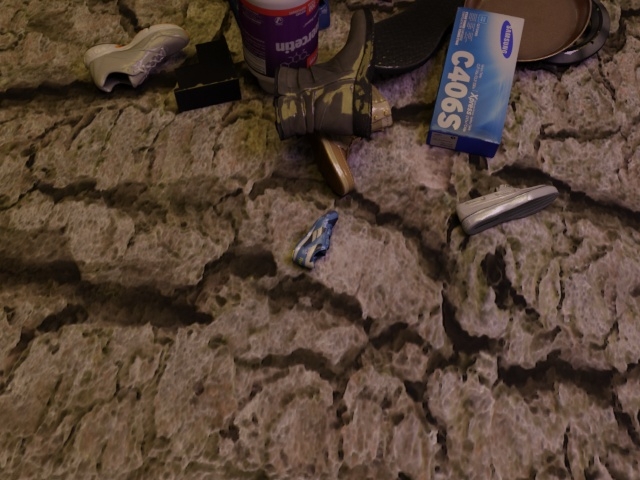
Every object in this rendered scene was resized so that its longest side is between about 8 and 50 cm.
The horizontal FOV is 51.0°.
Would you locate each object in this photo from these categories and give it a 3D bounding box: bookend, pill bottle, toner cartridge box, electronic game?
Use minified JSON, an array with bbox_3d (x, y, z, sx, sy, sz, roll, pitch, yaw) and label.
[{"bbox_3d":[-0.288,-0.408,1.635,0.157,0.072,0.156,-15,60,-9],"label":"bookend"},{"bbox_3d":[-0.093,-0.490,1.541,0.182,0.323,0.181,0,60,0],"label":"pill bottle"},{"bbox_3d":[0.367,-0.379,1.590,0.165,0.075,0.347,13,72,5],"label":"toner cartridge box"},{"bbox_3d":[0.625,-0.552,1.730,0.229,0.048,0.229,-4,69,11],"label":"electronic game"}]

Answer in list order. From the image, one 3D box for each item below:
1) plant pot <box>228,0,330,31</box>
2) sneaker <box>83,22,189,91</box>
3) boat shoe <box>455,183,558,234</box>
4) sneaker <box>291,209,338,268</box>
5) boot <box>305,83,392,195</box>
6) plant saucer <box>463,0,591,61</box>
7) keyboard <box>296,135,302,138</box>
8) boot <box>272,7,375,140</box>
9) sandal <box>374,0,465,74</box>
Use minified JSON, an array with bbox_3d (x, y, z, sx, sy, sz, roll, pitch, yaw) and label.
[{"bbox_3d":[-0.116,-0.670,1.711,0.236,0.212,0.236,-19,62,-10],"label":"plant pot"},{"bbox_3d":[-0.439,-0.437,1.647,0.262,0.099,0.121,-22,70,-5],"label":"sneaker"},{"bbox_3d":[0.402,-0.088,1.452,0.226,0.083,0.075,-19,63,-11],"label":"boat shoe"},{"bbox_3d":[0.000,0.000,1.415,0.059,0.053,0.144,32,73,17],"label":"sneaker"},{"bbox_3d":[0.079,-0.239,1.533,0.203,0.095,0.262,-16,66,-17],"label":"boot"},{"bbox_3d":[0.523,-0.577,1.710,0.311,0.050,0.310,-5,68,12],"label":"plant saucer"},{"bbox_3d":[-0.001,-0.310,1.612,0.180,0.023,0.108,-37,67,-19],"label":"keyboard"},{"bbox_3d":[0.007,-0.376,1.473,0.223,0.118,0.338,2,63,7],"label":"boot"},{"bbox_3d":[0.235,-0.502,1.696,0.167,0.107,0.446,34,52,19],"label":"sandal"}]
